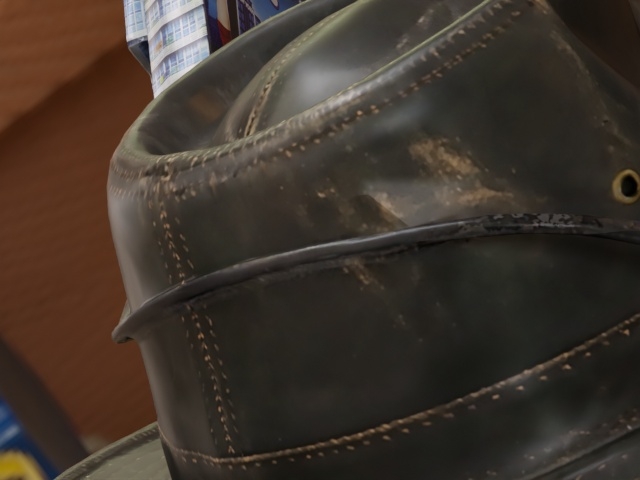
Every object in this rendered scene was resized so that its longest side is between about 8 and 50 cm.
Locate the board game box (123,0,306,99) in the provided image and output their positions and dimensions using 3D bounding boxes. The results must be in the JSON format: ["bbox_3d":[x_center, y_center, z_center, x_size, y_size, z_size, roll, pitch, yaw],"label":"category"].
[{"bbox_3d":[-0.030,-0.074,0.896,0.194,0.060,0.194,42,33,-52],"label":"board game box"}]

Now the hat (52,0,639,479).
[{"bbox_3d":[0.038,-0.010,0.527,0.331,0.331,0.134,-159,-130,-83],"label":"hat"}]
